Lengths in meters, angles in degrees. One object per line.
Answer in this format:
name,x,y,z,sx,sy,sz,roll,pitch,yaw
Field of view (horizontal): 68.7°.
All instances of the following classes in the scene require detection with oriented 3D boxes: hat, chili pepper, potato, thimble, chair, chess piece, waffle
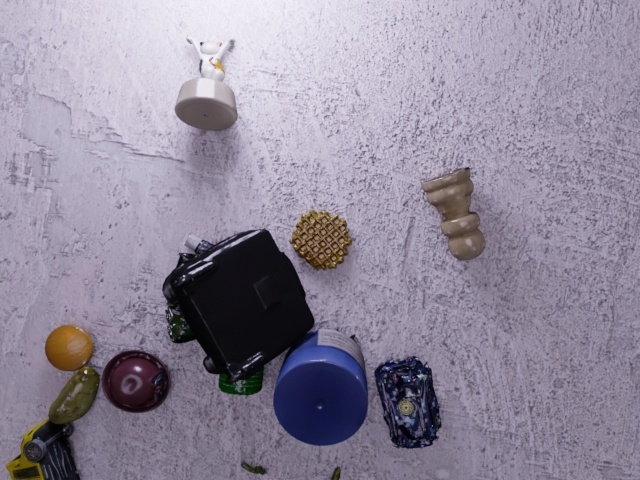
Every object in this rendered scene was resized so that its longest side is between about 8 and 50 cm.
hat,-0.557,0.426,1.396,0.206,0.089,0.205,0,90,1
chili pepper,-0.375,0.172,1.386,0.148,0.116,0.264,12,90,-14
potato,-0.731,0.465,1.404,0.085,0.105,0.188,28,89,44
thimble,-0.230,0.399,1.374,0.130,0.118,0.090,6,86,-25
chair,0.084,0.292,1.399,0.042,0.037,0.086,-39,93,14
chess piece,0.398,-0.070,1.345,0.143,0.143,0.260,-20,94,2
waffle,0.004,-0.003,1.399,0.191,0.038,0.190,0,90,2
chili pepper,-0.202,0.695,1.420,0.084,0.022,0.027,16,92,6

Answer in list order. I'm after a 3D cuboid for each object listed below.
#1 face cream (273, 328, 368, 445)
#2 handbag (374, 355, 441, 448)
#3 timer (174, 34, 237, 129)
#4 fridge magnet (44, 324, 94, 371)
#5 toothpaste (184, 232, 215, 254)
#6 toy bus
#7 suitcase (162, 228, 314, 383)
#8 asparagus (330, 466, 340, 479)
face cream,0.007,0.395,1.297,0.249,0.225,0.248,1,101,5
handbag,0.258,0.471,1.360,0.162,0.113,0.259,-9,83,-5
timer,-0.324,-0.480,1.368,0.176,0.175,0.265,0,74,2
fridge magnet,-0.757,0.324,1.415,0.143,0.063,0.142,0,91,0
toothpaste,-0.317,0.050,1.411,0.194,0.045,0.071,31,100,-5
toy bus,-0.806,0.701,1.380,0.152,0.144,0.329,-15,92,6
suitcase,-0.210,0.165,1.284,0.340,0.188,0.344,-31,100,-29
asparagus,0.039,0.735,1.412,0.025,0.021,0.108,17,91,3
